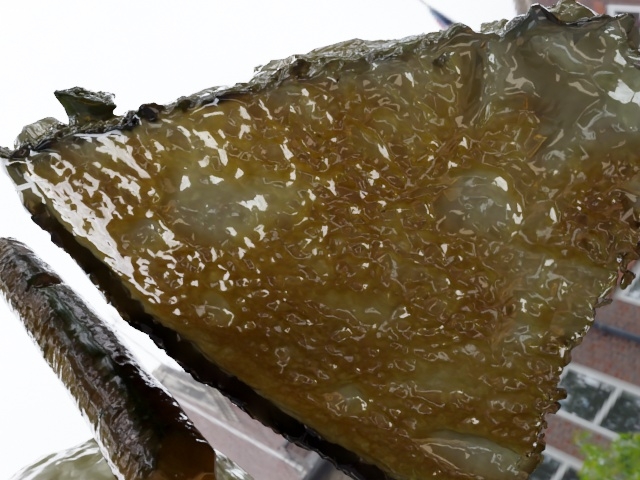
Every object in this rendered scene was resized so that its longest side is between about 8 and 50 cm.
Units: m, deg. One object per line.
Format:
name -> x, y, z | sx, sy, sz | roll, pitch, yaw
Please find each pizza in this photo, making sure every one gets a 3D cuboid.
pizza -> -0.018, 0.017, 0.540 | 0.080, 0.392, 0.434 | -66, -14, -46

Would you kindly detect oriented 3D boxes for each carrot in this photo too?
carrot -> -0.184, 0.088, 0.639 | 0.066, 0.314, 0.066 | -30, -39, -27

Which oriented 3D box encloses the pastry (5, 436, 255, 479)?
pastry -> -0.201, 0.376, 0.800 | 0.388, 0.313, 0.388 | -21, -66, -60
